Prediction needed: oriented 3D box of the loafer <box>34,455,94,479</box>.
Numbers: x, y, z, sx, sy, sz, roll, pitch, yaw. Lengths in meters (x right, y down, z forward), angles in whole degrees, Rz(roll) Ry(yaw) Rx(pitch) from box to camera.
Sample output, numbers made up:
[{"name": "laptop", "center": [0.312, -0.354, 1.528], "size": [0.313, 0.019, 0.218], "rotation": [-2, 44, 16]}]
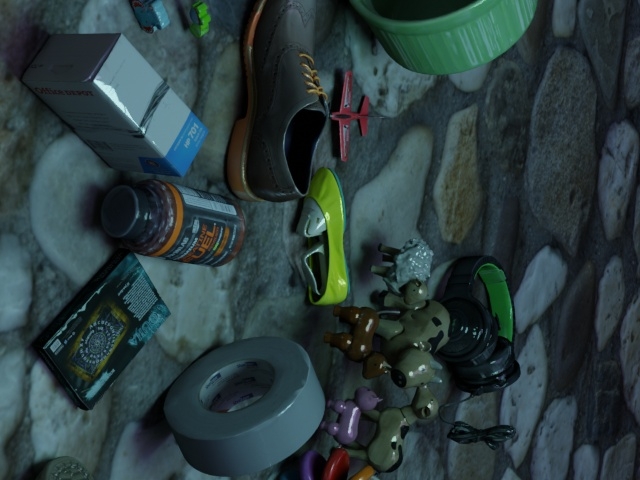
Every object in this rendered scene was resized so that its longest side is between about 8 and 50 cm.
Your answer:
[{"name": "loafer", "center": [-0.335, 0.414, 1.453], "size": [0.102, 0.092, 0.268], "rotation": [4, 77, -53]}]

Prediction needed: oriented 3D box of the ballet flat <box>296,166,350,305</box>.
[{"name": "ballet flat", "center": [0.000, 0.000, 1.819], "size": [0.077, 0.077, 0.230], "rotation": [-18, 112, -31]}]

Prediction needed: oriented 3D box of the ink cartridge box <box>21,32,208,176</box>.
[{"name": "ink cartridge box", "center": [-0.254, -0.168, 1.414], "size": [0.190, 0.140, 0.082], "rotation": [50, 59, -43]}]

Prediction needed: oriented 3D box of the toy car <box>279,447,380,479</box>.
[{"name": "toy car", "center": [0.010, 0.403, 1.822], "size": [0.159, 0.182, 0.136], "rotation": [-17, 93, -66]}]

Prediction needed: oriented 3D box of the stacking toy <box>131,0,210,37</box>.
[{"name": "stacking toy", "center": [-0.239, -0.330, 1.484], "size": [0.167, 0.052, 0.221], "rotation": [-45, 130, -35]}]

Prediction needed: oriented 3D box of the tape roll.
[{"name": "tape roll", "center": [-0.107, 0.230, 1.599], "size": [0.219, 0.219, 0.072], "rotation": [-45, 127, -38]}]

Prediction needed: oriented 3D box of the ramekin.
[{"name": "ramekin", "center": [0.204, -0.412, 1.832], "size": [0.303, 0.303, 0.148], "rotation": [-63, 145, -23]}]

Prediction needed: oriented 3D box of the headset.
[{"name": "headset", "center": [0.316, 0.208, 2.153], "size": [0.243, 0.185, 0.394], "rotation": [54, 44, -41]}]

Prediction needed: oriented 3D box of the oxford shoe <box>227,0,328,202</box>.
[{"name": "oxford shoe", "center": [-0.036, -0.233, 1.682], "size": [0.130, 0.133, 0.363], "rotation": [8, 90, -51]}]

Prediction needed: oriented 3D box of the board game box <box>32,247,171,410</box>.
[{"name": "board game box", "center": [-0.287, 0.118, 1.511], "size": [0.186, 0.026, 0.126], "rotation": [-52, 133, -33]}]

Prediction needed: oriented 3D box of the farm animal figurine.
[{"name": "farm animal figurine", "center": [0.137, 0.209, 1.903], "size": [0.326, 0.172, 0.330], "rotation": [-56, 150, -41]}]

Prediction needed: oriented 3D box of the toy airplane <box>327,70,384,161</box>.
[{"name": "toy airplane", "center": [0.052, -0.208, 1.880], "size": [0.151, 0.028, 0.151], "rotation": [-14, 108, -50]}]

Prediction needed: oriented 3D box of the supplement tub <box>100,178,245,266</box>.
[{"name": "supplement tub", "center": [-0.201, -0.024, 1.534], "size": [0.198, 0.106, 0.106], "rotation": [12, 87, -51]}]
